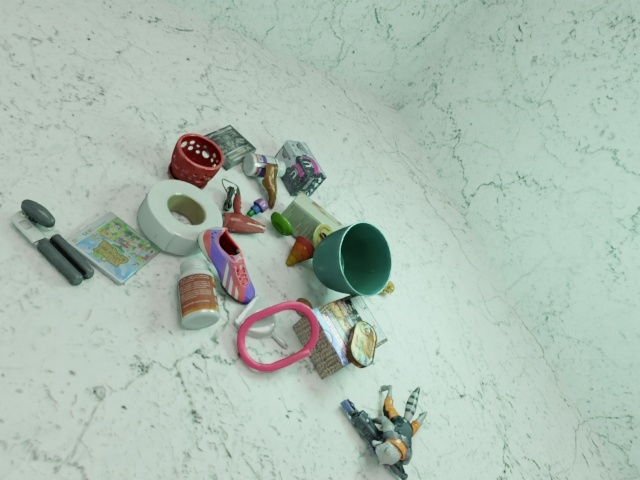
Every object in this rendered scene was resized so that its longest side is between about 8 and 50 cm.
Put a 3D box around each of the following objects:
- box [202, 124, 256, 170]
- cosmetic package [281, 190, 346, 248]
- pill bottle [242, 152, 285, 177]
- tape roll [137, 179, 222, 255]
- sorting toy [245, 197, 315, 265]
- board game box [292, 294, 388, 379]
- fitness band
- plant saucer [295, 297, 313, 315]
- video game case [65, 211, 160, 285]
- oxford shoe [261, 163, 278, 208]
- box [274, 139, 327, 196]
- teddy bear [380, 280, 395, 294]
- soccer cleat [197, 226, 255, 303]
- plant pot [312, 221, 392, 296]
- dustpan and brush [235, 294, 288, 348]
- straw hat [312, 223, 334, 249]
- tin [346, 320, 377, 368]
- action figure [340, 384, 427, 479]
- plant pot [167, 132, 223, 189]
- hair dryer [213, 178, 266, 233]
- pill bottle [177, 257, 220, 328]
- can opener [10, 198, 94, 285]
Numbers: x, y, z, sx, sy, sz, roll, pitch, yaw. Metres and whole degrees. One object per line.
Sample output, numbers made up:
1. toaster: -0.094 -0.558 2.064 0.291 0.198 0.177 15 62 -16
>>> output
1. box: -0.439 -0.448 1.943 0.183 0.056 0.231 43 38 -3
2. cosmetic package: -0.031 -0.069 1.876 0.296 0.153 0.129 40 30 -8
3. pill bottle: -0.269 -0.358 1.972 0.193 0.108 0.108 1 55 -42
4. tape roll: -0.509 -0.084 1.487 0.286 0.100 0.286 30 36 -25
5. sorting toy: -0.187 -0.023 1.767 0.365 0.127 0.126 44 67 5
6. board game box: 0.081 0.362 1.589 0.291 0.141 0.232 -11 63 -47
7. fitness band: -0.142 0.328 1.404 0.291 0.054 0.209 -18 79 -19
8. plant saucer: -0.069 0.271 1.641 0.083 0.015 0.083 24 42 -23
9. video game case: -0.668 0.020 1.324 0.212 0.023 0.193 40 38 -6
10. oxford shoe: -0.238 -0.253 1.899 0.076 0.076 0.212 1 82 -16
11. box: -0.111 -0.368 2.078 0.142 0.163 0.247 -7 60 -47
12. teddy bear: 0.226 0.148 1.948 0.338 0.113 0.245 33 37 -15
13. soccer cleat: -0.306 0.093 1.432 0.318 0.116 0.108 63 38 -20
14. plant pot: 0.107 0.083 1.662 0.293 0.235 0.293 7 79 -39
15. dustpan and brush: -0.192 0.314 1.466 0.211 0.060 0.147 38 50 2
16. straw hat: 0.000 0.000 1.778 0.144 0.061 0.144 4 85 -43
17. tin: 0.152 0.379 1.491 0.106 0.040 0.189 40 38 -13
18. action figure: 0.248 0.645 1.457 0.341 0.178 0.330 47 28 0
19. plant pot: -0.512 -0.305 1.646 0.191 0.174 0.191 25 41 -24
20. hair dryer: -0.344 -0.130 1.690 0.293 0.080 0.223 45 50 -3
21. pill bottle: -0.405 0.171 1.341 0.121 0.121 0.216 8 50 -37
22. can opener: -0.776 0.002 1.183 0.283 0.095 0.076 45 38 1
